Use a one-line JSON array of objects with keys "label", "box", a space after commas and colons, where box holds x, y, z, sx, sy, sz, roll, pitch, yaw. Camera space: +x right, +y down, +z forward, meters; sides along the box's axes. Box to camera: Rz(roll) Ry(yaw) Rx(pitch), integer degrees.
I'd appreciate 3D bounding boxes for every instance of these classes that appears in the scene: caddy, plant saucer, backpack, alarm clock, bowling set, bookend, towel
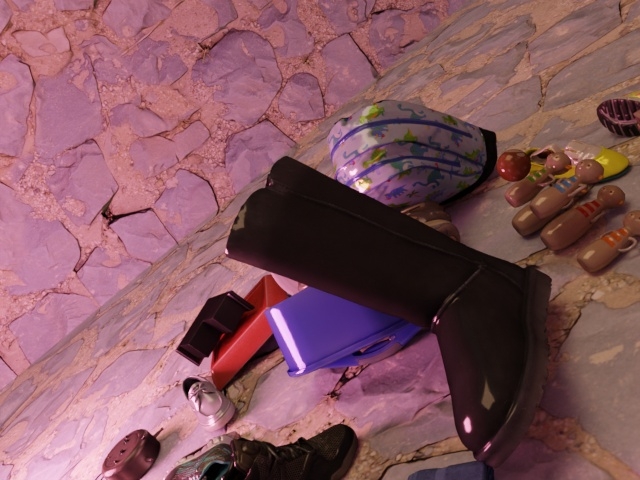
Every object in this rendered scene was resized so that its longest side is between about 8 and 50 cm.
[{"label": "caddy", "box": [0.071, 0.133, 1.167, 0.342, 0.179, 0.241, -29, -4, 25]}, {"label": "plant saucer", "box": [-0.181, 0.205, 1.576, 0.258, 0.048, 0.259, -48, 17, 10]}, {"label": "backpack", "box": [0.183, -0.180, 1.451, 0.290, 0.356, 0.273, -22, 53, 41]}, {"label": "alarm clock", "box": [-0.436, 0.489, 1.439, 0.192, 0.064, 0.129, -37, 18, 13]}, {"label": "bowling set", "box": [0.400, -0.090, 1.061, 0.154, 0.199, 0.287, -37, 22, 0]}, {"label": "bookend", "box": [-0.250, 0.209, 1.535, 0.157, 0.072, 0.156, -23, 33, 57]}, {"label": "towel", "box": [0.158, 0.309, 0.802, 0.120, 0.029, 0.067, -26, 22, 34]}]

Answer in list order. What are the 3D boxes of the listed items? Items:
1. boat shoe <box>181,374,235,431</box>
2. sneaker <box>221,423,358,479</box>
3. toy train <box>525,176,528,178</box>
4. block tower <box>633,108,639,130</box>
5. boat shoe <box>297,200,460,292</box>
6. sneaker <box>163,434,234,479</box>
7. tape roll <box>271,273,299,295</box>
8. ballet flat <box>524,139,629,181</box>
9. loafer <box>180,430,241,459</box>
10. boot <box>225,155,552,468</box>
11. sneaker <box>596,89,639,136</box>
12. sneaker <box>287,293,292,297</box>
[{"label": "boat shoe", "box": [-0.254, 0.344, 1.405, 0.079, 0.081, 0.228, -44, 19, -17]}, {"label": "sneaker", "box": [-0.049, 0.326, 0.966, 0.228, 0.130, 0.087, -30, 22, -18]}, {"label": "toy train", "box": [0.423, -0.105, 1.325, 0.024, 0.017, 0.083, -42, 15, 24]}, {"label": "block tower", "box": [0.590, -0.145, 0.992, 0.097, 0.091, 0.335, -33, 18, 16]}, {"label": "boat shoe", "box": [0.116, 0.029, 1.361, 0.356, 0.132, 0.130, -23, 44, 16]}, {"label": "sneaker", "box": [-0.223, 0.427, 1.184, 0.166, 0.065, 0.076, -39, 22, 1]}, {"label": "tape roll", "box": [0.000, 0.000, 1.503, 0.246, 0.246, 0.169, -34, 18, 12]}, {"label": "ballet flat", "box": [0.476, -0.155, 1.247, 0.077, 0.077, 0.231, -42, 19, -15]}, {"label": "loafer", "box": [-0.212, 0.404, 1.249, 0.125, 0.039, 0.045, -37, 17, 4]}, {"label": "boot", "box": [0.074, 0.069, 0.887, 0.146, 0.446, 0.367, -66, -6, 31]}, {"label": "sneaker", "box": [0.629, -0.257, 1.228, 0.094, 0.081, 0.209, -40, 23, -30]}, {"label": "sneaker", "box": [-0.073, 0.107, 1.656, 0.061, 0.054, 0.152, -63, 17, 8]}]
